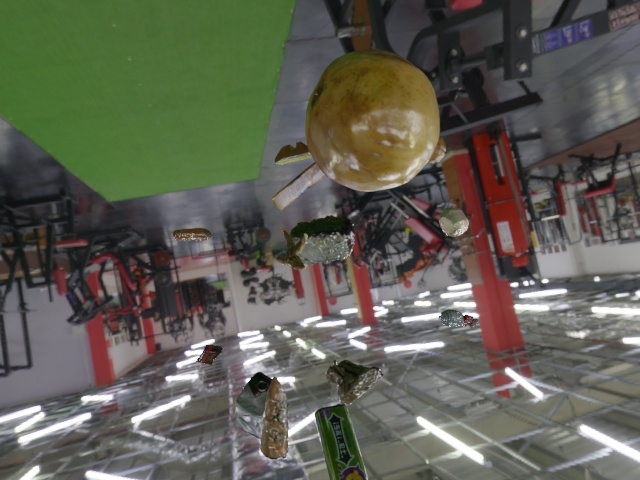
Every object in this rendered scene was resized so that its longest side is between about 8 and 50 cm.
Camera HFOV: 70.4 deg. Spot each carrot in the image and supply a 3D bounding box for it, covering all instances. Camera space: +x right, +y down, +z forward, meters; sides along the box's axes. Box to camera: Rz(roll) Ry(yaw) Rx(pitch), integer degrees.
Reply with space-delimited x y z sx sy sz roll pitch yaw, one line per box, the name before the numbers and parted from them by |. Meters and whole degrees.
carrot | -0.589 -0.029 2.079 0.186 0.060 0.060 2 168 -43
carrot | -0.143 0.548 1.422 0.101 0.263 0.102 2 -169 0

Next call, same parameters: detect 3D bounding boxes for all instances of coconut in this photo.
coconut | 0.537 -0.081 1.853 0.110 0.124 0.110 -23 149 -15

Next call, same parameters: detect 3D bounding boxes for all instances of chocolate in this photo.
chocolate | -0.499 0.510 2.032 0.086 0.028 0.182 15 138 -21

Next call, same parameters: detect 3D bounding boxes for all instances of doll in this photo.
doll | 0.547 0.316 1.814 0.180 0.079 0.094 14 135 -16

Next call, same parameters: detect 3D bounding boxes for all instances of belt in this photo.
belt | -0.236 0.615 1.713 0.184 0.164 0.289 -45 155 -40

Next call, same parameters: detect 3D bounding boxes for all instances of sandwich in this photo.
sandwich | -0.134 -0.468 2.395 0.244 0.088 0.090 -9 175 15

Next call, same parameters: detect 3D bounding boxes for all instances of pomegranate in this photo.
pomegranate | 0.163 -0.307 1.227 0.409 0.410 0.410 -11 175 -1

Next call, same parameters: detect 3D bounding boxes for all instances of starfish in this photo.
starfish | -0.092 0.034 1.659 0.050 0.138 0.247 11 179 -32

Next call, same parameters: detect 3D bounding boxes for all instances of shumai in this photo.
shumai | 0.135 0.586 1.988 0.218 0.185 0.184 -40 167 0

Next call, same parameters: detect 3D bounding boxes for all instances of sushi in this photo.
sushi | 0.000 0.000 2.109 0.343 0.197 0.182 -8 -151 23

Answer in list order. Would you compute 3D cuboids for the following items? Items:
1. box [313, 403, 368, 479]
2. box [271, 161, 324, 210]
box | 0.079 0.783 1.655 0.134 0.346 0.097 -2 140 -22
box | -0.073 -0.227 1.780 0.237 0.070 0.152 -35 -170 17
